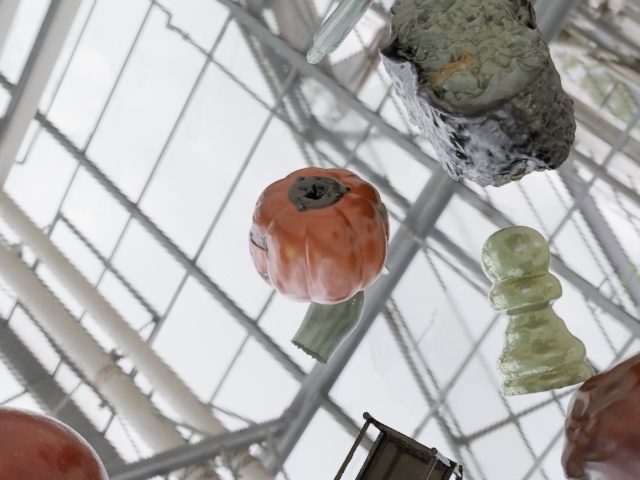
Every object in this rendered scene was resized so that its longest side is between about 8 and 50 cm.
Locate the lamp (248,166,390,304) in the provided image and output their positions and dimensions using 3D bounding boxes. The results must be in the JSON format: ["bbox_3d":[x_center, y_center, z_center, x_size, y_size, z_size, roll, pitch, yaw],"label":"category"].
[{"bbox_3d":[0.000,0.000,1.355,0.187,0.164,0.188,-5,-144,4],"label":"lamp"}]

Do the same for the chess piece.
[{"bbox_3d":[0.321,0.100,1.591,0.144,0.144,0.251,-7,-97,-55],"label":"chess piece"}]

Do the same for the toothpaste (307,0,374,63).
[{"bbox_3d":[0.049,-0.308,1.344,0.037,0.255,0.067,46,-129,-1],"label":"toothpaste"}]

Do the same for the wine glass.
[{"bbox_3d":[0.032,0.114,1.810,0.093,0.202,0.093,33,168,8],"label":"wine glass"}]

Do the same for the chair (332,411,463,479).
[{"bbox_3d":[0.122,0.371,1.580,0.141,0.155,0.260,25,168,24],"label":"chair"}]

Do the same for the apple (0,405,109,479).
[{"bbox_3d":[-0.349,0.298,1.070,0.216,0.261,0.260,29,-160,26],"label":"apple"}]

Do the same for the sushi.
[{"bbox_3d":[0.206,-0.209,1.358,0.350,0.210,0.171,-110,-4,-49],"label":"sushi"}]

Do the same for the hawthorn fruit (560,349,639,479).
[{"bbox_3d":[0.452,0.258,1.250,0.324,0.308,0.308,15,-159,10],"label":"hawthorn fruit"}]
